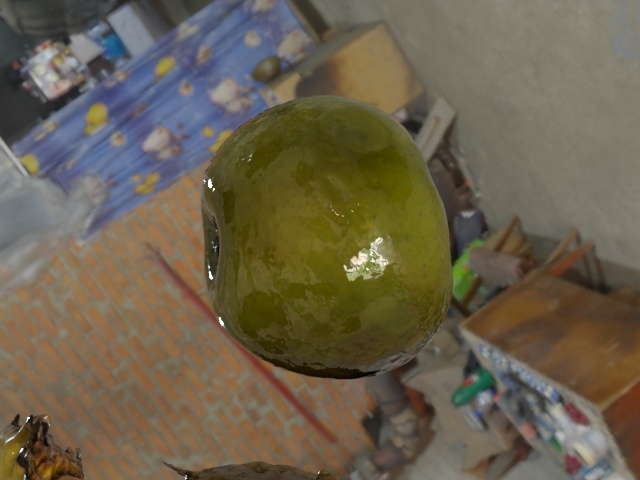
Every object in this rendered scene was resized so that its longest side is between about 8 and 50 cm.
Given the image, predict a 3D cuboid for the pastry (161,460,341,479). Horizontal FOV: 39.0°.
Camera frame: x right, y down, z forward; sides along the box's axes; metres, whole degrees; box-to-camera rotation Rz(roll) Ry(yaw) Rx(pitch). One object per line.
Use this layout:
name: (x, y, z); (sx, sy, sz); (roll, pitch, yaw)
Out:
pastry: (-0.021, 0.342, 0.937); (0.330, 0.136, 0.329); (15, -167, -3)

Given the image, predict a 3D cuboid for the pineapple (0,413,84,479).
pineapple: (-0.178, 0.204, 0.501); (0.076, 0.224, 0.225); (27, -179, -18)

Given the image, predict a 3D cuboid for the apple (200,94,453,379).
apple: (0.000, 0.000, 0.617); (0.196, 0.157, 0.196); (175, 90, -74)
